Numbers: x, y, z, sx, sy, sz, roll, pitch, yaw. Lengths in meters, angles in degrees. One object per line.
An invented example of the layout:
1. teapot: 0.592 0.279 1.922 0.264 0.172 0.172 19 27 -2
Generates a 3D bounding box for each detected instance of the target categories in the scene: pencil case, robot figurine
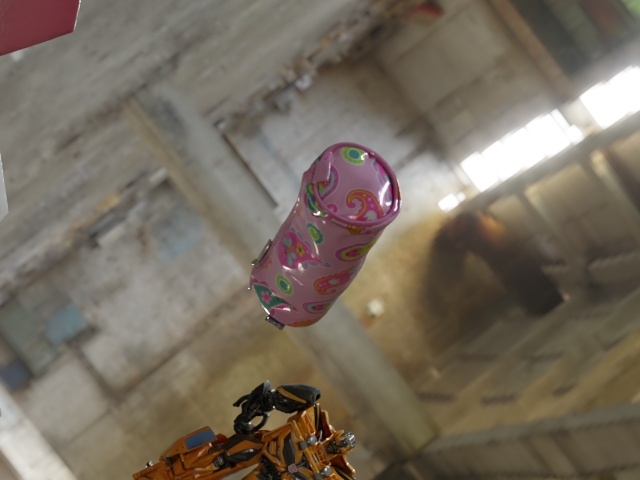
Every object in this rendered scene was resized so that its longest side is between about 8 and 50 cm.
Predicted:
1. pencil case: 0.000 0.000 1.799 0.124 0.124 0.284 -40 171 -33
2. robot figurine: -0.084 0.297 1.814 0.291 0.211 0.085 -28 177 27

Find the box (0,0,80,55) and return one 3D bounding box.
1. box: -0.293 -0.304 1.341 0.127 0.149 0.232 -29 147 -46

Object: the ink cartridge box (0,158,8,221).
1. ink cartridge box: -0.559 -0.054 2.011 0.232 0.168 0.171 -56 158 -45
